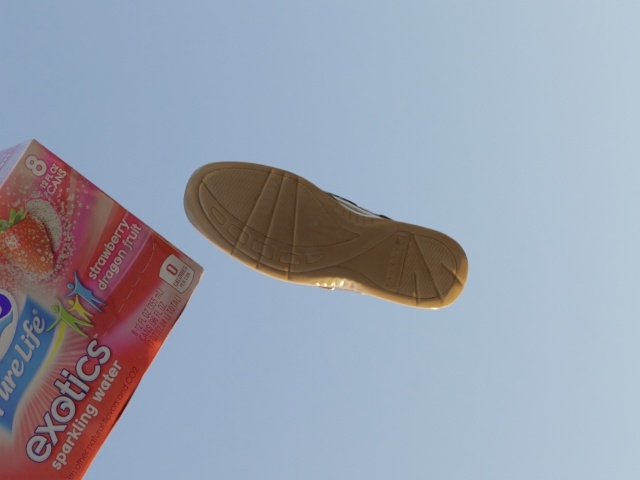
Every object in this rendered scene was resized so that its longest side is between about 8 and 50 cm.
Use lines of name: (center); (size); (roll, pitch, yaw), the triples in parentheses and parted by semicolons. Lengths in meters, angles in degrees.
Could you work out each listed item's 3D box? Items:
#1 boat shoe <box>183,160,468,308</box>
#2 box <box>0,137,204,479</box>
boat shoe: (0.000, 0.000, 1.555); (0.285, 0.092, 0.103); (16, -97, -11)
box: (-0.231, 0.101, 1.032); (0.154, 0.142, 0.300); (39, -114, -23)
